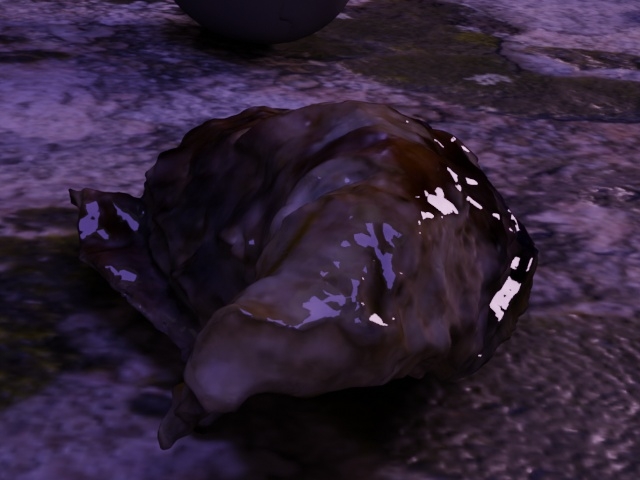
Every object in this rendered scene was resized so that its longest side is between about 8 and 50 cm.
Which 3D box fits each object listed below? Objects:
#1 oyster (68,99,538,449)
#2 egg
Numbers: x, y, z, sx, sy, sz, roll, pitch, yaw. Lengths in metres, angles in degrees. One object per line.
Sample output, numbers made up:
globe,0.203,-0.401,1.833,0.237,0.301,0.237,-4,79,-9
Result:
oyster,-0.001,-0.011,0.526,0.275,0.100,0.271,-20,18,-37
egg,-0.050,-0.223,0.943,0.146,0.146,0.199,-7,33,-27
